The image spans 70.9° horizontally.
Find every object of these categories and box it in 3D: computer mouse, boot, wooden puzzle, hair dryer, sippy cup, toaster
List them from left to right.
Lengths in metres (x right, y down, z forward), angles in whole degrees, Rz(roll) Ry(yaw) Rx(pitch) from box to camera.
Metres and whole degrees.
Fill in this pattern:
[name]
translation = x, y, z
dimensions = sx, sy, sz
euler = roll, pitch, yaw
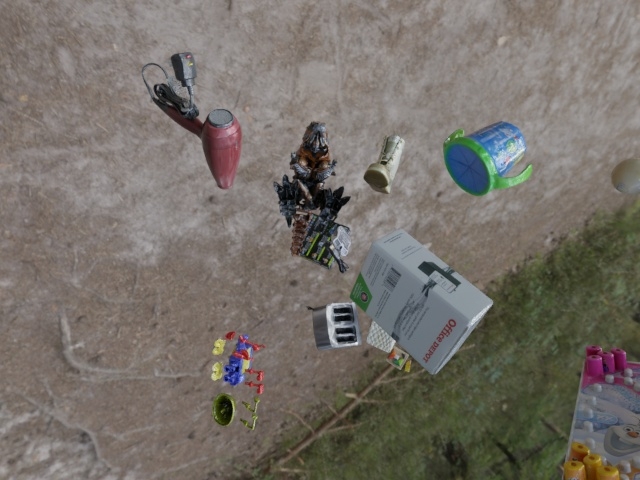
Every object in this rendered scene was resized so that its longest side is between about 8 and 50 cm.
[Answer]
[hair dryer]
translation = -0.243, -0.240, 0.932
dimensions = 0.080, 0.224, 0.293
euler = -35, 117, -26
[toaster]
translation = 0.058, 0.318, 1.683
dimensions = 0.186, 0.168, 0.110
euler = 3, 161, -32
[computer mouse]
translation = 0.056, 0.019, 1.390
dimensions = 0.042, 0.193, 0.106
euler = -33, 104, 22
[boot]
translation = 0.193, -0.238, 1.327
dimensions = 0.213, 0.077, 0.165
euler = 29, 80, -74
[wooden puzzle]
translation = 0.288, 0.438, 1.685
dimensions = 0.078, 0.116, 0.014
euler = -58, 163, -33
[sippy cup]
translation = 0.617, -0.317, 1.654
dimensions = 0.224, 0.305, 0.240
euler = -33, 173, -12

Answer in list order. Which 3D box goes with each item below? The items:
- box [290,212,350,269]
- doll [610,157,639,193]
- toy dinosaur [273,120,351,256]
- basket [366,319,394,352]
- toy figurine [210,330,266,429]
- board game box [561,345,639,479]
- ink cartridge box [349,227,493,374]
[box]
translation = 0.000, 0.000, 1.829
dimensions = 0.190, 0.184, 0.045
euler = -62, 164, -19
[doll]
translation = 0.372, -0.029, 0.421
dimensions = 0.046, 0.189, 0.129
euler = -52, 146, 5
[toy dinosaur]
translation = -0.022, -0.117, 1.094
dimensions = 0.164, 0.218, 0.321
euler = -11, 111, -1
[basket]
translation = 0.242, 0.316, 1.668
dimensions = 0.103, 0.113, 0.167
euler = -49, 156, -48
[toy figurine]
translation = -0.285, 0.491, 1.702
dimensions = 0.217, 0.191, 0.362
euler = -54, 150, -77
[board game box]
translation = 0.617, 0.292, 0.702
dimensions = 0.390, 0.390, 0.050
euler = -30, 112, -51
[ink cartridge box]
translation = 0.168, 0.104, 0.788
dimensions = 0.087, 0.208, 0.153
euler = -24, 146, -39
